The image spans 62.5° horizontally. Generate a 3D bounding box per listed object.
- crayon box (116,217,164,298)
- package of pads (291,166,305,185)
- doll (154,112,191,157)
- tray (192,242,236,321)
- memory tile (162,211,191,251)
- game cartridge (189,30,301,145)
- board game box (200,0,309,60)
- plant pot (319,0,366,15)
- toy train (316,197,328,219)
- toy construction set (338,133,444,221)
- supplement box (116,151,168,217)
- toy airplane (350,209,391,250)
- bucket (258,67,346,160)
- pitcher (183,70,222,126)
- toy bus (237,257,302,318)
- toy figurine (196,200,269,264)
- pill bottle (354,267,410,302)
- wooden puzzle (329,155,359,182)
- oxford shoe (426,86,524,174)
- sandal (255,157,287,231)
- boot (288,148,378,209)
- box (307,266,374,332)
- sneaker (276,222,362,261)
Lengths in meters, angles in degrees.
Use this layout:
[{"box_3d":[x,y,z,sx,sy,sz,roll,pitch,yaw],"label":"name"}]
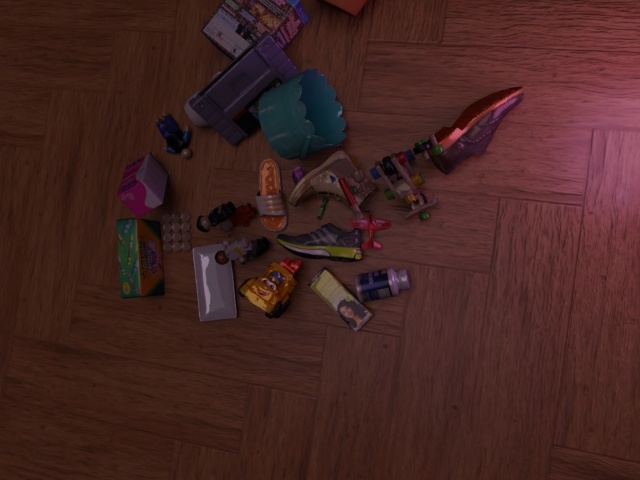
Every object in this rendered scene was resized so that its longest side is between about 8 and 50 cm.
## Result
[{"box_3d":[-0.643,0.065,1.890,0.081,0.165,0.278,-6,86,12],"label":"crayon box"},{"box_3d":[-0.076,-0.218,1.819,0.032,0.083,0.050,-25,81,-11],"label":"package of pads"},{"box_3d":[-0.536,-0.385,1.953,0.129,0.046,0.189,-35,80,10],"label":"doll"},{"box_3d":[-0.376,0.150,1.893,0.145,0.030,0.270,-8,85,12],"label":"tray"},{"box_3d":[-0.530,-0.031,1.948,0.113,0.012,0.147,-4,85,13],"label":"memory tile"},{"box_3d":[-0.243,-0.509,1.809,0.355,0.230,0.068,-40,41,8],"label":"game cartridge"},{"box_3d":[-0.229,-0.760,1.856,0.232,0.141,0.291,42,96,12],"label":"board game box"},{"box_3d":[0.067,-0.880,1.740,0.291,0.291,0.203,30,109,13],"label":"plant pot"},{"box_3d":[0.006,-0.110,1.824,0.017,0.024,0.083,21,91,13],"label":"toy train"},{"box_3d":[0.238,-0.146,1.653,0.309,0.257,0.237,-25,93,-6],"label":"toy construction set"},{"box_3d":[-0.625,-0.199,1.867,0.111,0.114,0.220,-28,37,10],"label":"supplement box"},{"box_3d":[0.169,-0.031,1.757,0.151,0.028,0.151,6,69,-16],"label":"toy airplane"},{"box_3d":[-0.059,-0.403,1.727,0.183,0.281,0.280,-16,83,30],"label":"bucket"},{"box_3d":[-0.391,-0.514,1.901,0.207,0.125,0.177,-31,60,-1],"label":"pitcher"},{"box_3d":[-0.146,0.139,1.752,0.149,0.220,0.211,39,89,9],"label":"toy bus"},{"box_3d":[-0.298,-0.019,1.796,0.148,0.213,0.209,-27,84,19],"label":"toy figurine"},{"box_3d":[0.203,0.143,1.728,0.170,0.094,0.094,-13,84,11],"label":"pill bottle"},{"box_3d":[0.077,-0.233,1.739,0.117,0.014,0.078,-22,70,-14],"label":"wooden puzzle"},{"box_3d":[0.508,-0.357,1.695,0.364,0.130,0.132,-36,109,4],"label":"oxford shoe"},{"box_3d":[-0.184,-0.163,1.844,0.102,0.076,0.265,-9,85,12],"label":"sandal"},{"box_3d":[0.042,-0.157,1.770,0.262,0.095,0.203,-41,80,-11],"label":"boot"},{"box_3d":[0.068,0.197,1.775,0.232,0.058,0.087,43,96,12],"label":"box"},{"box_3d":[0.000,0.000,1.790,0.300,0.111,0.121,7,78,8],"label":"sneaker"}]
